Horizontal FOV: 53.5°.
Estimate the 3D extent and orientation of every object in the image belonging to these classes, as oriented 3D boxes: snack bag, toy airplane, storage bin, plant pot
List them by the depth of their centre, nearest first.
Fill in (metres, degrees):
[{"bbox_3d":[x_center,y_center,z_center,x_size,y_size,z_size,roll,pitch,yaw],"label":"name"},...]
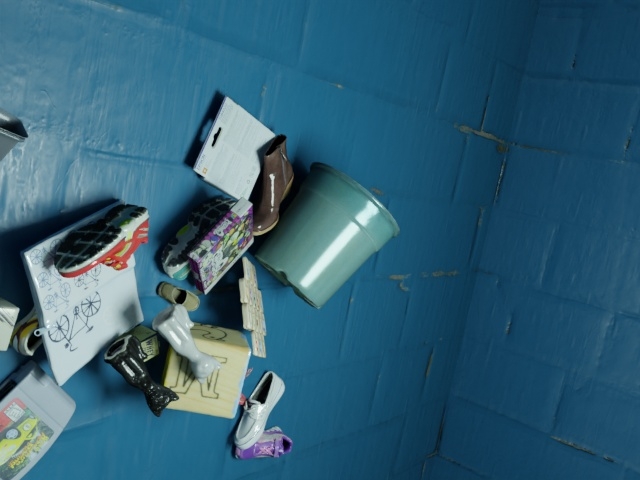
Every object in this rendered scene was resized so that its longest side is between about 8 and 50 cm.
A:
[{"bbox_3d":[-0.641,-0.206,1.188,0.091,0.098,0.135,-47,145,11],"label":"storage bin"},{"bbox_3d":[-0.517,0.116,1.430,0.323,0.037,0.343,-47,140,-59],"label":"snack bag"},{"bbox_3d":[0.000,0.000,1.902,0.334,0.341,0.341,-50,139,-9],"label":"plant pot"},{"bbox_3d":[-0.261,0.458,1.977,0.151,0.028,0.151,-41,142,-42],"label":"toy airplane"}]

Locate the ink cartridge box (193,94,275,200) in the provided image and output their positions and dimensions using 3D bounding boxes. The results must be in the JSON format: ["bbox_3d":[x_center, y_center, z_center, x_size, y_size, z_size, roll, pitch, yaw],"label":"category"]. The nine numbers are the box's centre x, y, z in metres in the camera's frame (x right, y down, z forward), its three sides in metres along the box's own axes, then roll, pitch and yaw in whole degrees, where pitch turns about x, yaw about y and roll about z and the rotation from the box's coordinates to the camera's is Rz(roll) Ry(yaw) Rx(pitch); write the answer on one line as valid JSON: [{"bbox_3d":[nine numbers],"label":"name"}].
[{"bbox_3d":[-0.240,-0.244,1.717,0.224,0.045,0.223,34,75,-51],"label":"ink cartridge box"}]

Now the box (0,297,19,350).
[{"bbox_3d":[-0.727,0.141,1.186,0.275,0.113,0.094,19,87,-55],"label":"box"}]

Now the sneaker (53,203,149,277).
[{"bbox_3d":[-0.454,0.021,1.374,0.279,0.107,0.118,-49,144,-56],"label":"sneaker"}]

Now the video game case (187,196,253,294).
[{"bbox_3d":[-0.256,0.018,1.666,0.210,0.041,0.232,-50,168,-23],"label":"video game case"}]

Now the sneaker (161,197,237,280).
[{"bbox_3d":[-0.316,-0.008,1.693,0.275,0.107,0.110,-48,156,-23],"label":"sneaker"}]

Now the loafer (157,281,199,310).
[{"bbox_3d":[-0.373,0.157,1.699,0.148,0.050,0.056,35,75,-52],"label":"loafer"}]

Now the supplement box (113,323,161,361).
[{"bbox_3d":[-0.461,0.262,1.598,0.083,0.083,0.056,-27,124,-44],"label":"supplement box"}]

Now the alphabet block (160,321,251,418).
[{"bbox_3d":[-0.308,0.335,1.672,0.197,0.192,0.194,13,92,-14],"label":"alphabet block"}]

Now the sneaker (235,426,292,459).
[{"bbox_3d":[-0.180,0.683,2.109,0.236,0.104,0.095,9,98,-52],"label":"sneaker"}]

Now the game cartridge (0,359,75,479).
[{"bbox_3d":[-0.690,0.432,1.397,0.294,0.060,0.196,-50,142,-28],"label":"game cartridge"}]

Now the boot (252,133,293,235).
[{"bbox_3d":[-0.153,-0.159,1.804,0.207,0.090,0.248,86,25,-45],"label":"boot"}]

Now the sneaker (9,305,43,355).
[{"bbox_3d":[-0.595,0.166,1.386,0.186,0.083,0.069,-60,141,-17],"label":"sneaker"}]

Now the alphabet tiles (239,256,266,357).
[{"bbox_3d":[-0.194,0.195,1.819,0.284,0.021,0.278,73,8,-77],"label":"alphabet tiles"}]

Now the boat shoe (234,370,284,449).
[{"bbox_3d":[-0.210,0.538,2.037,0.258,0.095,0.084,-62,139,-32],"label":"boat shoe"}]

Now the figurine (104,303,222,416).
[{"bbox_3d":[-0.366,0.292,1.521,0.215,0.092,0.209,-34,111,-7],"label":"figurine"}]
